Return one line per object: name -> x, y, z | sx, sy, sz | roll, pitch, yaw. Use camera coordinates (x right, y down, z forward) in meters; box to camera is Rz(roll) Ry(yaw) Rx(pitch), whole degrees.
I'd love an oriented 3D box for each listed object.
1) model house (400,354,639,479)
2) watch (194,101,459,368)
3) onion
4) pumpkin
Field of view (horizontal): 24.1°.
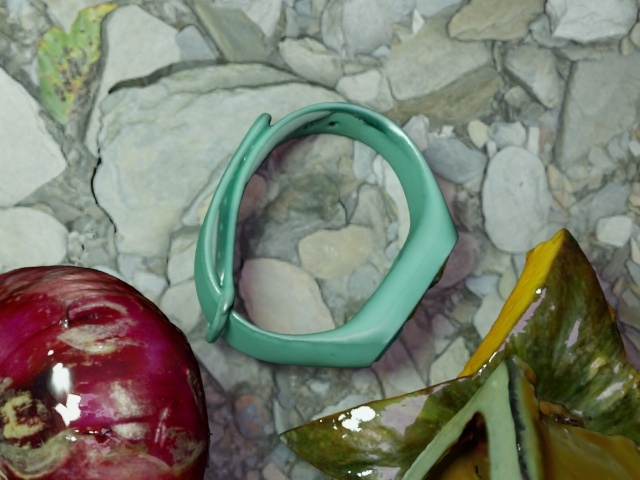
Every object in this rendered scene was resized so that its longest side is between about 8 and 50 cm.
model house -> 0.163, 0.264, 1.109 | 0.239, 0.173, 0.268 | 26, 114, -28
watch -> 0.000, 0.000, 1.191 | 0.195, 0.068, 0.237 | 34, 65, 0
onion -> -0.169, 0.139, 1.036 | 0.190, 0.246, 0.246 | -1, 79, -29
pumpkin -> 0.158, 0.165, 1.210 | 0.290, 0.095, 0.258 | -39, 105, -12
